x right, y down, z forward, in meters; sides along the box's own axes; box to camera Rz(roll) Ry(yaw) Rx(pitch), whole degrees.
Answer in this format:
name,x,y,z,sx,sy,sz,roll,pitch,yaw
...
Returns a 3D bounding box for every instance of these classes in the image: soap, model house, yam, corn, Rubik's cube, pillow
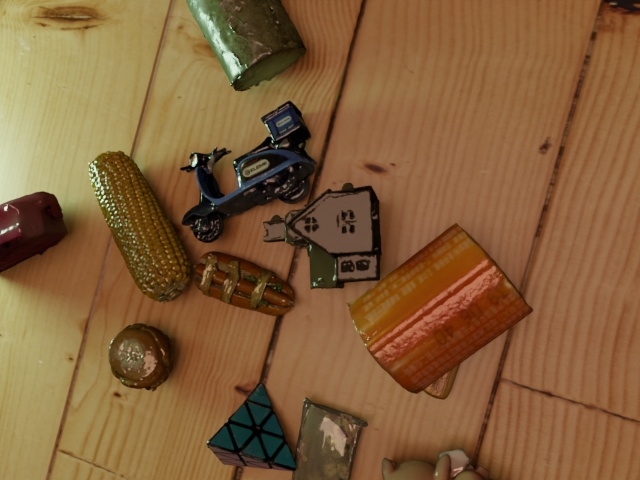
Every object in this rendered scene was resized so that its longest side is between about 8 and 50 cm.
name,x,y,z,sx,sy,sz,roll,pitch,yaw
soap,-0.767,-0.011,1.555,0.324,0.220,0.127,-27,90,12
model house,0.000,0.000,1.339,0.243,0.211,0.205,-3,85,10
yam,-0.175,-0.498,1.427,0.195,0.195,0.300,-29,82,12
corn,-0.422,-0.032,1.501,0.143,0.144,0.387,-32,75,12
Rubik's cube,-0.134,0.475,1.416,0.178,0.211,0.191,29,130,15
pillow,0.010,0.487,1.396,0.169,0.059,0.255,13,89,20

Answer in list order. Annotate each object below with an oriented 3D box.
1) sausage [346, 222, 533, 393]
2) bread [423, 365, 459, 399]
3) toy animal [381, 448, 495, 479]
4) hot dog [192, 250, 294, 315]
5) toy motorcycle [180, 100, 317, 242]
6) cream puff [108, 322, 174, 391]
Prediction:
name,x,y,z,sx,sy,sz,roll,pitch,yaw
sausage,0.235,0.133,1.266,0.287,0.233,0.233,-38,79,12
bread,0.254,0.279,1.343,0.062,0.049,0.103,19,92,7
toy animal,0.266,0.531,1.270,0.256,0.195,0.213,-12,62,14
hot dog,-0.175,0.101,1.458,0.269,0.072,0.109,18,95,16
toy motorcycle,-0.176,-0.148,1.449,0.358,0.125,0.213,-28,73,11
cream puff,-0.415,0.274,1.493,0.150,0.115,0.165,-29,71,5
